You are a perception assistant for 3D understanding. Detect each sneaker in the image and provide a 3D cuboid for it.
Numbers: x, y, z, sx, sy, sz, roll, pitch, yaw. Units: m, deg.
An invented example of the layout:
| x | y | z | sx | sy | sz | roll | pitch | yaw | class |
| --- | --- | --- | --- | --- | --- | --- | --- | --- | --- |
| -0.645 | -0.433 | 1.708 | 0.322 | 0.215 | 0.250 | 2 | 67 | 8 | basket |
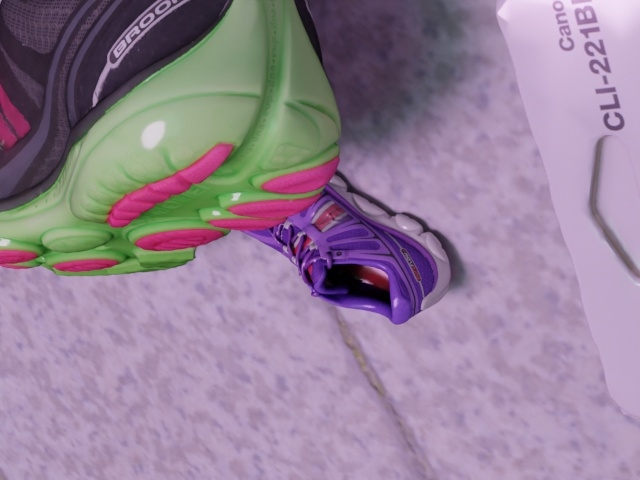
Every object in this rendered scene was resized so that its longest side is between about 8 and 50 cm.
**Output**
| x | y | z | sx | sy | sz | roll | pitch | yaw | class |
| --- | --- | --- | --- | --- | --- | --- | --- | --- | --- |
| 0.000 | 0.000 | 0.985 | 0.170 | 0.071 | 0.068 | 25 | 131 | 25 | sneaker |
| -0.140 | -0.089 | 0.994 | 0.483 | 0.185 | 0.202 | -14 | 71 | 52 | sneaker |

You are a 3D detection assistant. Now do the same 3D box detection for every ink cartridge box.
| x | y | z | sx | sy | sz | roll | pitch | yaw | class |
| --- | --- | --- | --- | --- | --- | --- | --- | --- | --- |
| 0.201 | -0.076 | 0.623 | 0.114 | 0.273 | 0.197 | -1 | 118 | 40 | ink cartridge box |
